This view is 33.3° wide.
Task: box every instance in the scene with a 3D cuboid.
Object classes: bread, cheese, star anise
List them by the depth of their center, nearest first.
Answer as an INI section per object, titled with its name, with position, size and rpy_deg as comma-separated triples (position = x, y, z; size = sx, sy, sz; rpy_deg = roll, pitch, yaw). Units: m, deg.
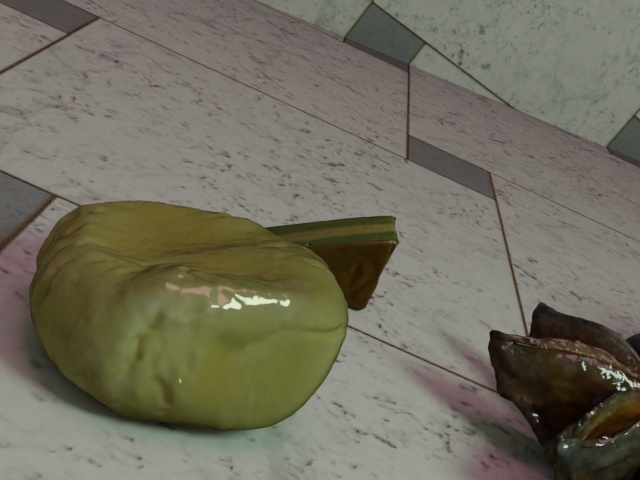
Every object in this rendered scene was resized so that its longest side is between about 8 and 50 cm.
[cheese]
position = -0.099, 0.042, 0.784
size = 0.226, 0.117, 0.214
rpy_deg = 10, 19, -27
[star anise]
position = 0.281, 0.173, 0.912
size = 0.332, 0.117, 0.331
rpy_deg = 25, 28, -14
[bread]
position = -0.005, -0.002, 1.038
size = 0.139, 0.084, 0.074
rpy_deg = 23, 22, -7
